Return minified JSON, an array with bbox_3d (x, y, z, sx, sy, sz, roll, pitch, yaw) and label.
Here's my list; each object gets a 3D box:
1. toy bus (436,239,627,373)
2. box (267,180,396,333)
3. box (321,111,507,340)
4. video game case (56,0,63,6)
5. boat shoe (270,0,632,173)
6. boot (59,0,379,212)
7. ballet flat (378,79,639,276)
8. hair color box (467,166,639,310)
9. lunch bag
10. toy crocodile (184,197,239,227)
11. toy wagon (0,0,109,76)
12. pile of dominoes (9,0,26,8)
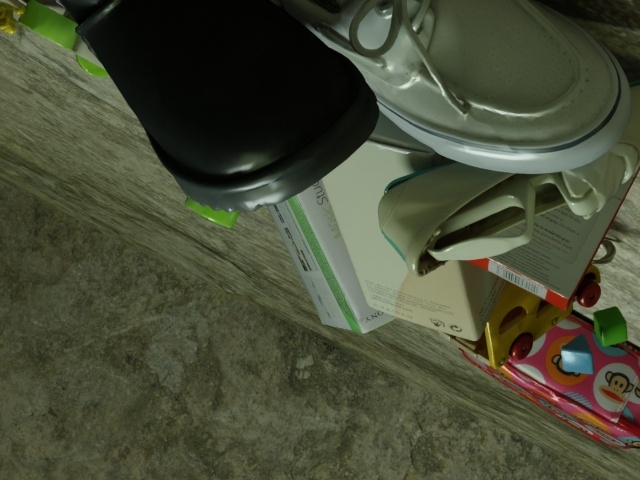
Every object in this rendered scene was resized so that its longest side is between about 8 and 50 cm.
[{"bbox_3d":[0.203,0.032,1.511,0.191,0.202,0.104,-5,129,9],"label":"toy bus"},{"bbox_3d":[0.000,0.000,1.914,0.232,0.059,0.322,64,173,-3],"label":"box"},{"bbox_3d":[0.093,-0.056,1.327,0.121,0.148,0.311,18,156,23],"label":"box"},{"bbox_3d":[-0.231,-0.255,1.811,0.157,0.019,0.143,33,170,-23],"label":"video game case"},{"bbox_3d":[0.056,-0.181,1.094,0.367,0.136,0.156,35,171,30],"label":"boat shoe"},{"bbox_3d":[-0.177,-0.245,1.019,0.445,0.146,0.367,54,169,-31],"label":"boot"},{"bbox_3d":[0.165,-0.039,1.146,0.086,0.248,0.086,-23,-90,-79],"label":"ballet flat"},{"bbox_3d":[0.197,-0.039,1.227,0.093,0.167,0.053,28,171,11],"label":"hair color box"},{"bbox_3d":[0.333,0.175,2.085,0.293,0.120,0.258,31,174,3],"label":"lunch bag"},{"bbox_3d":[-0.131,-0.097,1.906,0.105,0.115,0.340,28,-175,-5],"label":"toy crocodile"},{"bbox_3d":[-0.181,-0.177,1.590,0.344,0.068,0.267,27,-177,-27],"label":"toy wagon"},{"bbox_3d":[-0.279,-0.243,1.965,0.196,0.040,0.251,35,-178,-41],"label":"pile of dominoes"}]
